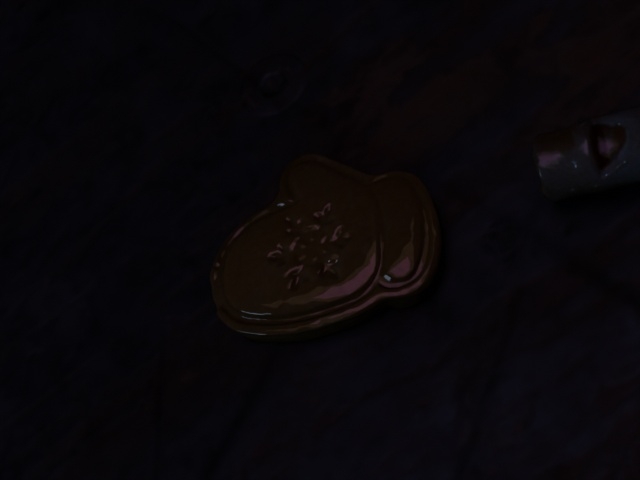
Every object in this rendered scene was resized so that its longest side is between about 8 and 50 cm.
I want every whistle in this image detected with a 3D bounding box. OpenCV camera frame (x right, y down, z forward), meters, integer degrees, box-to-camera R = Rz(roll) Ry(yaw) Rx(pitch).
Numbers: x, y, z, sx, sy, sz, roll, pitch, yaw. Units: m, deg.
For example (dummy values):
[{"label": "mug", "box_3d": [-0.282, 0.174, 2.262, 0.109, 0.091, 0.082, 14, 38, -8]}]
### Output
[{"label": "whistle", "box_3d": [0.214, -0.061, 0.707, 0.220, 0.057, 0.107, -15, 70, 24]}]

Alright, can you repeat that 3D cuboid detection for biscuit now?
[{"label": "biscuit", "box_3d": [-0.001, -0.001, 0.799, 0.140, 0.023, 0.118, -23, 55, 14]}]
